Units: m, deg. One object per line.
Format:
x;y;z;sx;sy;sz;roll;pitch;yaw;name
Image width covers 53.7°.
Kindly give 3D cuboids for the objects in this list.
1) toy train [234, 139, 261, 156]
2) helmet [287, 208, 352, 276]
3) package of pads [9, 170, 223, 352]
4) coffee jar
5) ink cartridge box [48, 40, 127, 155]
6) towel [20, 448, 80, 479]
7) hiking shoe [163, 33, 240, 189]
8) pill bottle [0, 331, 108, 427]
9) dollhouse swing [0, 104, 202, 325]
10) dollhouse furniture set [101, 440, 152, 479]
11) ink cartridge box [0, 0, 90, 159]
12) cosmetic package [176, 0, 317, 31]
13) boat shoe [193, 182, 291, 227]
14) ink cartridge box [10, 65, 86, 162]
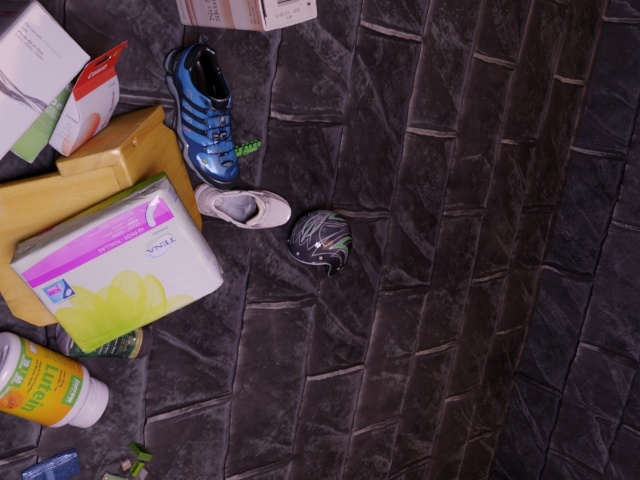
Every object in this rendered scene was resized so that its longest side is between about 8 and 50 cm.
-0.174;-0.214;1.481;0.083;0.017;0.024;-24;131;-35;toy train
0.000;0.000;1.626;0.169;0.169;0.161;-52;149;-15;helmet
-0.348;0.047;1.125;0.296;0.101;0.229;-27;120;1;package of pads
-0.451;0.202;1.331;0.184;0.096;0.079;13;100;-44;coffee jar
-0.385;-0.246;1.092;0.045;0.179;0.145;38;33;-11;ink cartridge box
-0.583;0.505;1.374;0.119;0.029;0.067;-18;118;-38;towel
-0.231;-0.248;1.284;0.113;0.132;0.304;-26;104;-33;hiking shoe
-0.546;0.287;1.246;0.245;0.136;0.136;42;77;-44;pill bottle
-0.449;-0.041;1.265;0.315;0.304;0.347;-77;158;-57;dollhouse swing
-0.458;0.557;1.489;0.076;0.058;0.152;39;78;-44;dollhouse furniture set
-0.532;-0.236;1.001;0.289;0.211;0.121;-54;133;-13;ink cartridge box
-0.154;-0.488;1.196;0.129;0.296;0.153;-28;122;-31;cosmetic package
-0.166;-0.070;1.489;0.277;0.096;0.098;5;102;-44;boat shoe
-0.486;-0.244;1.114;0.209;0.109;0.062;-56;135;-11;ink cartridge box
